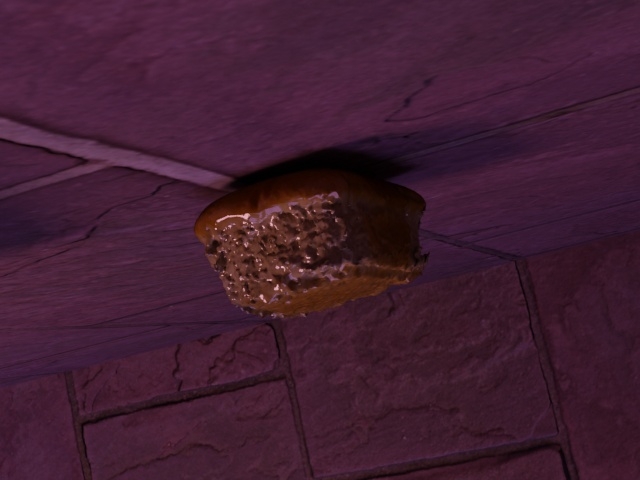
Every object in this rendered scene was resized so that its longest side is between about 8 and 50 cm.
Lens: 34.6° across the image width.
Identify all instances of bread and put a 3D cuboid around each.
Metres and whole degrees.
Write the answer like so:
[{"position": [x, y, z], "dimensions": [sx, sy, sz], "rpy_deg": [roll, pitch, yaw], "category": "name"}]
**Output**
[{"position": [0.000, 0.000, 0.982], "dimensions": [0.174, 0.121, 0.245], "rpy_deg": [-26, 163, 26], "category": "bread"}]
